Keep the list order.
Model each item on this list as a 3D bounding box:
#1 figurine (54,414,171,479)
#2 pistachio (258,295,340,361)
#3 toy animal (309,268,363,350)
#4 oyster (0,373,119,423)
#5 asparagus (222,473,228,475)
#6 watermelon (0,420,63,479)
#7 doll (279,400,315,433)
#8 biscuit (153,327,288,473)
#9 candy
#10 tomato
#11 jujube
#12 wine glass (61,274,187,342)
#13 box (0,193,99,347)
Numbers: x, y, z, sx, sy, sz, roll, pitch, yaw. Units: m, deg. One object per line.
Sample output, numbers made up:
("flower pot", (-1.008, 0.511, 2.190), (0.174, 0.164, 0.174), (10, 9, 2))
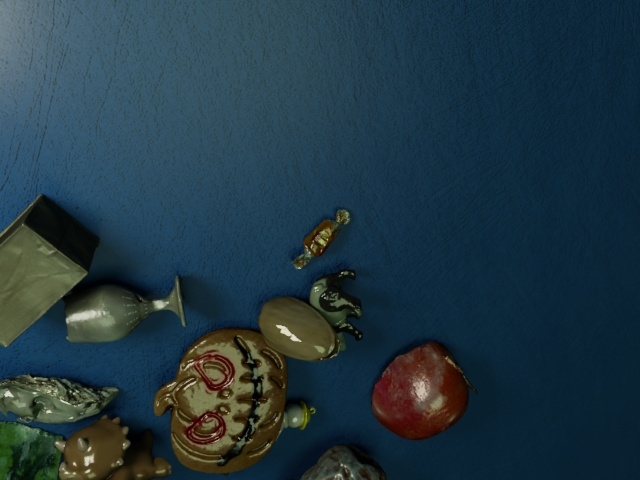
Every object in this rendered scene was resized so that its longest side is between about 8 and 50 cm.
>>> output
("figurine", (-0.496, 0.502, 1.285), (0.247, 0.177, 0.173), (-3, 81, -37))
("pistachio", (-0.051, 0.209, 1.256), (0.206, 0.129, 0.131), (21, 89, 18))
("toy animal", (0.039, 0.179, 1.311), (0.121, 0.094, 0.225), (-8, 129, 0))
("oyster", (-0.618, 0.350, 1.211), (0.252, 0.087, 0.199), (-18, 129, 2))
("asparagus", (-0.265, 0.510, 1.401), (0.080, 0.080, 0.287), (-9, 118, -11))
("watermelon", (-0.759, 0.585, 1.252), (0.264, 0.151, 0.302), (17, 110, -23))
("doll", (-0.112, 0.472, 1.421), (0.207, 0.081, 0.129), (-11, 113, -14))
("biscuit", (-0.239, 0.387, 1.300), (0.314, 0.063, 0.367), (7, 98, -17))
("candy", (0.000, 0.000, 1.235), (0.182, 0.046, 0.053), (-46, 120, 7))
("tomato", (0.288, 0.445, 1.469), (0.309, 0.170, 0.309), (-6, 116, -13))
("jujube", (0.037, 0.728, 1.515), (0.317, 0.226, 0.226), (-48, 119, 1))
("wine glass", (-0.411, 0.148, 1.150), (0.241, 0.126, 0.126), (-10, 118, -13))
("box", (-0.571, 0.059, 1.043), (0.231, 0.149, 0.155), (-39, 119, 6))
